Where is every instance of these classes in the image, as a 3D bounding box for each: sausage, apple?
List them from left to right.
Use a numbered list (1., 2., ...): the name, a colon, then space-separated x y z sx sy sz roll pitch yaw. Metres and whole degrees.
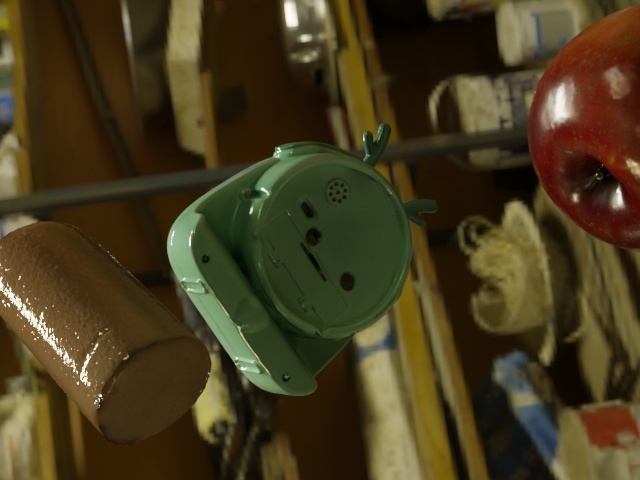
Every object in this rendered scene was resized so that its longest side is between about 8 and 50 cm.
1. sausage: -0.220 0.075 1.259 0.253 0.123 0.123 39 146 38
2. apple: 0.300 -0.104 1.197 0.218 0.201 0.218 42 153 28

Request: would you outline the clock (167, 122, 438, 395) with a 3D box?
1. clock: 0.000 0.000 0.995 0.159 0.211 0.066 55 157 -16
